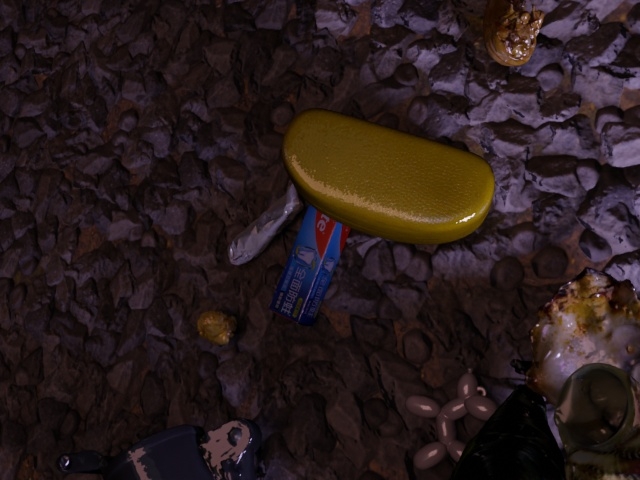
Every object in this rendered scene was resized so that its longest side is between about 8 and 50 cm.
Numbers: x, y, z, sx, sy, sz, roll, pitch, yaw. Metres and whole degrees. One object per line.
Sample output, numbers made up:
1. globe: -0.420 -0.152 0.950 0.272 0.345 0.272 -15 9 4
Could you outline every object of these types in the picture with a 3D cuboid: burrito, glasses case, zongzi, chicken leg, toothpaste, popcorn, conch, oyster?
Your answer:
1. burrito: -0.108 -0.026 1.503 0.203 0.064 0.064 -43 63 11
2. glasses case: 0.110 -0.097 1.314 0.371 0.141 0.173 18 78 10
3. zongzi: 0.249 0.404 1.037 0.319 0.362 0.384 9 90 23
4. chicken leg: 0.331 -0.409 1.340 0.101 0.085 0.208 129 140 -60
5. toothpaste: 0.001 0.001 1.434 0.076 0.066 0.320 20 89 30
6. popcorn: -0.198 0.168 1.503 0.084 0.084 0.084 -7 76 27
7. conch: 0.393 0.281 1.014 0.181 0.124 0.187 -49 37 -3
8. oyster: 0.471 0.208 1.115 0.361 0.096 0.221 43 104 30

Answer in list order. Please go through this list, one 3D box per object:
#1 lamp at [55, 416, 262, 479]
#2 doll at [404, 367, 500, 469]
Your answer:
1. lamp: -0.272 0.489 1.384 0.374 0.205 0.272 -17 67 12
2. doll: 0.223 0.296 1.251 0.160 0.059 0.161 -13 72 25
